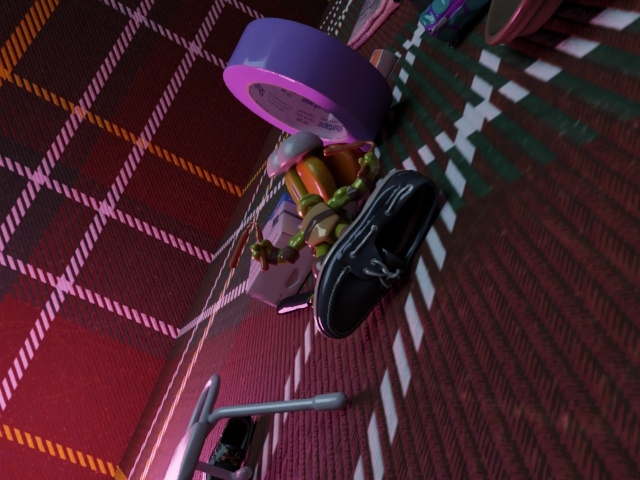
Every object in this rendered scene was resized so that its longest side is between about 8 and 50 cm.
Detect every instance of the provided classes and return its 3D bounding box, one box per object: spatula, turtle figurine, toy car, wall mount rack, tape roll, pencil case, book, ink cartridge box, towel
[{"bbox_3d":[-0.010,0.076,0.864,0.084,0.030,0.296,-65,12,-26],"label":"spatula"},{"bbox_3d":[0.000,0.000,0.774,0.269,0.087,0.217,-39,36,9],"label":"turtle figurine"},{"bbox_3d":[0.008,-0.099,0.939,0.136,0.159,0.182,-31,4,-18],"label":"toy car"},{"bbox_3d":[-0.106,0.298,0.636,0.304,0.130,0.350,-55,16,45],"label":"wall mount rack"},{"bbox_3d":[-0.021,-0.251,0.990,0.090,0.274,0.275,-65,14,-8],"label":"tape roll"},{"bbox_3d":[0.197,-0.328,0.776,0.070,0.064,0.151,-53,6,-33],"label":"pencil case"},{"bbox_3d":[0.108,-0.335,1.187,0.096,0.035,0.144,-63,13,15],"label":"book"},{"bbox_3d":[-0.066,0.016,1.079,0.140,0.082,0.191,-58,13,20],"label":"ink cartridge box"},{"bbox_3d":[0.177,-0.675,1.507,0.312,0.056,0.324,-66,15,-10],"label":"towel"}]

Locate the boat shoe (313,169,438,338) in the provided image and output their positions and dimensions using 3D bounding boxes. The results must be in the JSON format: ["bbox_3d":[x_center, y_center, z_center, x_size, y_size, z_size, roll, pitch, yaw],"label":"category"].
[{"bbox_3d":[0.060,0.016,0.630,0.206,0.075,0.065,-61,24,-4],"label":"boat shoe"}]

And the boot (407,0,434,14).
[{"bbox_3d":[0.168,-0.451,0.900,0.083,0.161,0.247,-34,32,63],"label":"boot"}]

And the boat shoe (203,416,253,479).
[{"bbox_3d":[-0.134,0.310,0.853,0.133,0.049,0.042,-71,7,-45],"label":"boat shoe"}]

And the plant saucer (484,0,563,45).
[{"bbox_3d":[0.233,-0.317,0.556,0.278,0.041,0.278,-159,90,-90],"label":"plant saucer"}]
